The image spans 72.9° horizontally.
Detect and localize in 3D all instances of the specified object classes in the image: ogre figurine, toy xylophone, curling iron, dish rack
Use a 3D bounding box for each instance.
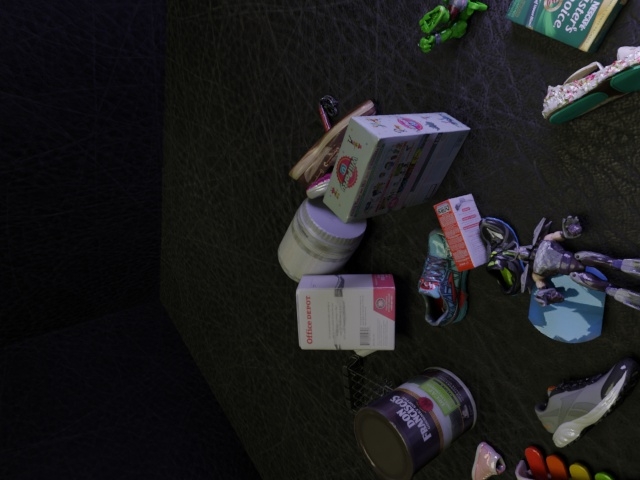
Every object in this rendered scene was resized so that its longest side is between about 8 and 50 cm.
[{"bbox_3d":[0.281,-0.500,0.911,0.097,0.118,0.196,26,121,50],"label":"ogre figurine"},{"bbox_3d":[0.584,0.606,0.952,0.323,0.081,0.236,-11,94,54],"label":"toy xylophone"},{"bbox_3d":[0.044,-0.319,1.358,0.068,0.035,0.273,-5,98,52],"label":"curling iron"},{"bbox_3d":[0.184,0.528,1.451,0.272,0.074,0.208,17,122,46],"label":"dish rack"}]

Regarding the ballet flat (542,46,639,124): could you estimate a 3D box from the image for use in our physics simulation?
[{"bbox_3d":[0.497,-0.282,0.744,0.241,0.091,0.077,-18,66,50],"label":"ballet flat"}]

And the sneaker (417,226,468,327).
[{"bbox_3d":[0.305,0.099,1.093,0.104,0.125,0.261,3,105,52],"label":"sneaker"}]

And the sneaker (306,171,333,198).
[{"bbox_3d":[0.084,-0.143,1.240,0.253,0.103,0.111,-9,109,14],"label":"sneaker"}]

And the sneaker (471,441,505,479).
[{"bbox_3d":[0.450,0.615,1.157,0.070,0.051,0.134,23,116,53],"label":"sneaker"}]

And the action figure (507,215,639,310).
[{"bbox_3d":[0.501,0.050,0.836,0.285,0.099,0.185,19,106,43],"label":"action figure"}]

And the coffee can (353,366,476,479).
[{"bbox_3d":[0.258,0.490,1.174,0.202,0.276,0.201,23,120,46],"label":"coffee can"}]

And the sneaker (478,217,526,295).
[{"bbox_3d":[0.407,0.036,0.977,0.067,0.078,0.188,-26,81,53],"label":"sneaker"}]

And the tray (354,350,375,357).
[{"bbox_3d":[0.104,0.271,1.502,0.145,0.030,0.270,-46,66,51],"label":"tray"}]

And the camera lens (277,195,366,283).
[{"bbox_3d":[0.000,0.000,1.378,0.219,0.220,0.274,56,140,23],"label":"camera lens"}]

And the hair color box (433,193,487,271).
[{"bbox_3d":[0.343,-0.020,1.029,0.053,0.093,0.167,-24,83,53],"label":"hair color box"}]

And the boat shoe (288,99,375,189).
[{"bbox_3d":[0.052,-0.269,1.293,0.123,0.123,0.342,44,121,-11],"label":"boat shoe"}]

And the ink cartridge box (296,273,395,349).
[{"bbox_3d":[0.078,0.212,1.303,0.117,0.283,0.207,-76,-15,-71],"label":"ink cartridge box"}]

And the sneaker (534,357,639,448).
[{"bbox_3d":[0.541,0.325,0.896,0.108,0.100,0.271,52,139,35],"label":"sneaker"}]

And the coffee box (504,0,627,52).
[{"bbox_3d":[0.444,-0.431,0.788,0.184,0.041,0.113,48,136,31],"label":"coffee box"}]

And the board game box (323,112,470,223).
[{"bbox_3d":[0.177,-0.176,1.010,0.097,0.304,0.223,48,136,31],"label":"board game box"}]

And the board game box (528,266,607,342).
[{"bbox_3d":[0.513,0.125,0.901,0.133,0.033,0.168,7,89,40],"label":"board game box"}]
